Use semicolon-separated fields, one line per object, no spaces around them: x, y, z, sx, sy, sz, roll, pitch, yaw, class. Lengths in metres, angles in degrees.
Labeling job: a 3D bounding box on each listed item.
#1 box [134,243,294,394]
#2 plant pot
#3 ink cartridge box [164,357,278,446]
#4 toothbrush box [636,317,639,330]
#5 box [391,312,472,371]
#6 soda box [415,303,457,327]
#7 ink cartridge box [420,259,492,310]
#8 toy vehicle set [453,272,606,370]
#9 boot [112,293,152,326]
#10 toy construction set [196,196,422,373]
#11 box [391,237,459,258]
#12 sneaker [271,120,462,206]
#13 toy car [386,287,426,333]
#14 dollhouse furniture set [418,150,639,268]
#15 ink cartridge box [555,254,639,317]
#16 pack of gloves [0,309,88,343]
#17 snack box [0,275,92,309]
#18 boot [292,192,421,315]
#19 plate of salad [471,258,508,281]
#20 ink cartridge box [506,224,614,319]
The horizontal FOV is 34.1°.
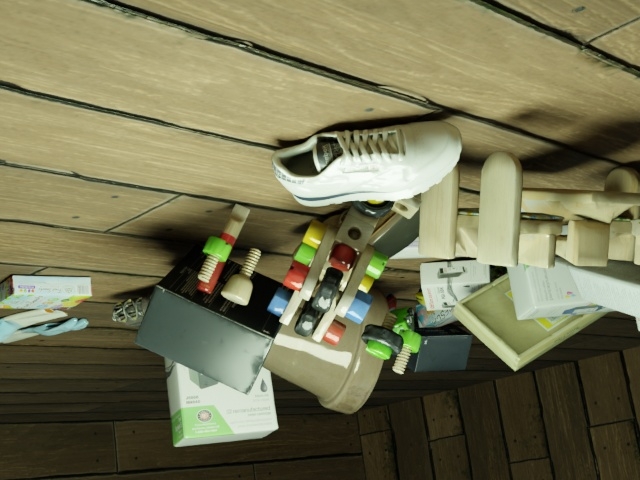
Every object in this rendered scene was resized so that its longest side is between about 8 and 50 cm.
-0.151;0.112;1.579;0.184;0.103;0.261;22;-166;1;box
-0.017;0.197;2.076;0.229;0.263;0.263;15;158;-17;plant pot
-0.212;0.273;2.149;0.198;0.273;0.115;-3;162;-20;ink cartridge box
0.712;0.041;1.900;0.283;0.206;0.122;-6;165;-9;toothbrush box
0.248;0.241;2.483;0.156;0.093;0.158;2;-165;-32;box
0.298;0.152;2.375;0.063;0.058;0.183;2;161;-33;soda box
0.268;0.088;2.046;0.135;0.056;0.099;-4;144;12;ink cartridge box
0.404;0.124;1.963;0.267;0.166;0.035;-26;143;-28;toy vehicle set
-0.276;0.113;1.875;0.229;0.091;0.263;-14;166;19;boot
0.000;0.000;1.440;0.308;0.237;0.257;16;162;22;toy construction set
0.253;-0.010;1.746;0.324;0.063;0.067;-2;162;-23;box
0.057;-0.101;1.285;0.235;0.090;0.095;-15;153;15;sneaker
0.171;0.155;2.147;0.239;0.053;0.225;-14;-166;17;toy car
0.387;-0.090;1.369;0.362;0.257;0.394;2;-177;-30;dollhouse furniture set
0.574;0.022;1.623;0.324;0.071;0.330;-22;-168;-13;ink cartridge box
-0.591;0.189;2.078;0.232;0.046;0.195;-13;163;18;pack of gloves
-0.477;0.090;1.785;0.141;0.037;0.100;4;160;-37;snack box
0.063;-0.014;1.582;0.112;0.115;0.305;2;143;-50;boot
0.360;0.065;2.107;0.199;0.048;0.200;-8;166;-2;plate of salad
0.460;0.054;1.913;0.212;0.154;0.093;-4;161;-13;ink cartridge box
